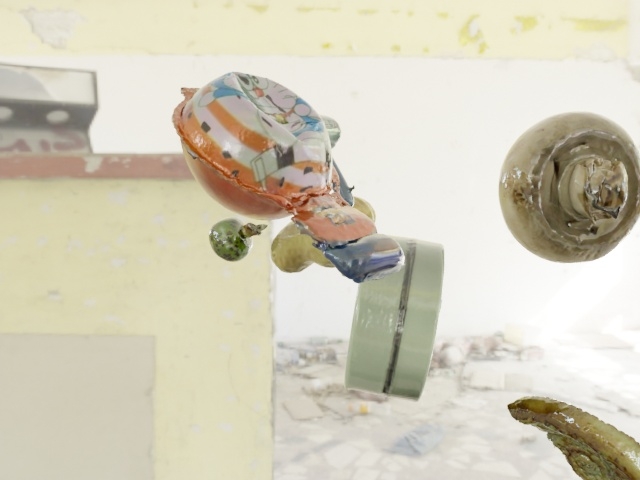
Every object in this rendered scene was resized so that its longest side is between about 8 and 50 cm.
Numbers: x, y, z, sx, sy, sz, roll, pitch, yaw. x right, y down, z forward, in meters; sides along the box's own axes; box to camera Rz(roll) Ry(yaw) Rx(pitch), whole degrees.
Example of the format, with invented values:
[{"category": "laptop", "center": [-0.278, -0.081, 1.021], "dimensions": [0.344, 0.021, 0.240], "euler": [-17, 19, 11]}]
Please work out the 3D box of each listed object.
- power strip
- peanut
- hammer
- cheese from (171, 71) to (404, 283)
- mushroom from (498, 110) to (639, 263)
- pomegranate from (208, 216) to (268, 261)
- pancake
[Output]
[{"category": "power strip", "center": [0.154, 0.163, 1.322], "dimensions": [0.161, 0.357, 0.357], "euler": [9, 6, 6]}, {"category": "peanut", "center": [0.000, 0.000, 1.488], "dimensions": [0.319, 0.147, 0.147], "euler": [-26, -13, 39]}, {"category": "hammer", "center": [0.014, -0.144, 1.144], "dimensions": [0.069, 0.194, 0.116], "euler": [-36, -16, 32]}, {"category": "cheese", "center": [-0.040, -0.074, 0.701], "dimensions": [0.217, 0.129, 0.329], "euler": [-9, 48, -49]}, {"category": "mushroom", "center": [0.603, -0.121, 1.472], "dimensions": [0.362, 0.362, 0.294], "euler": [-1, 5, -11]}, {"category": "pomegranate", "center": [-0.211, -0.011, 1.619], "dimensions": [0.161, 0.122, 0.122], "euler": [-24, -3, 18]}, {"category": "pancake", "center": [0.497, 0.400, 1.132], "dimensions": [0.054, 0.197, 0.376], "euler": [-34, 42, -23]}]
